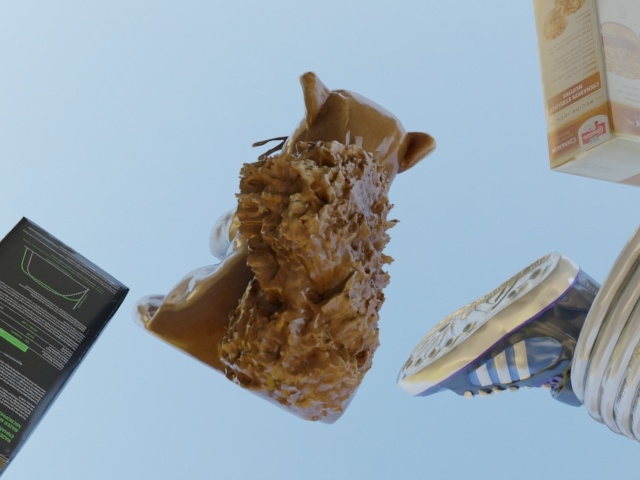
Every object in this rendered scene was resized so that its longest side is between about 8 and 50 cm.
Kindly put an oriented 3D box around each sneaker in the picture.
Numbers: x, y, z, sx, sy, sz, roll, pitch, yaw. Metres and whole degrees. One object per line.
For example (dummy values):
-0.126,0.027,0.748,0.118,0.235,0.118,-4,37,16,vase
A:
0.286,0.180,1.442,0.323,0.236,0.130,-40,-169,31,sneaker

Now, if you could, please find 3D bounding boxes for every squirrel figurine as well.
0.000,0.000,1.219,0.370,0.281,0.397,-62,-169,-6,squirrel figurine

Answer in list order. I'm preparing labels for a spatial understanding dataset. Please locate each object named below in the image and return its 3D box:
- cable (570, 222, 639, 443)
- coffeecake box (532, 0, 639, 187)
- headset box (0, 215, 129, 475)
0.246,0.013,0.561,0.257,0.257,0.089,-49,-122,1,cable
0.234,-0.136,0.788,0.068,0.142,0.185,-30,-123,55,coffeecake box
-0.333,0.158,0.995,0.246,0.131,0.283,-50,-171,33,headset box
